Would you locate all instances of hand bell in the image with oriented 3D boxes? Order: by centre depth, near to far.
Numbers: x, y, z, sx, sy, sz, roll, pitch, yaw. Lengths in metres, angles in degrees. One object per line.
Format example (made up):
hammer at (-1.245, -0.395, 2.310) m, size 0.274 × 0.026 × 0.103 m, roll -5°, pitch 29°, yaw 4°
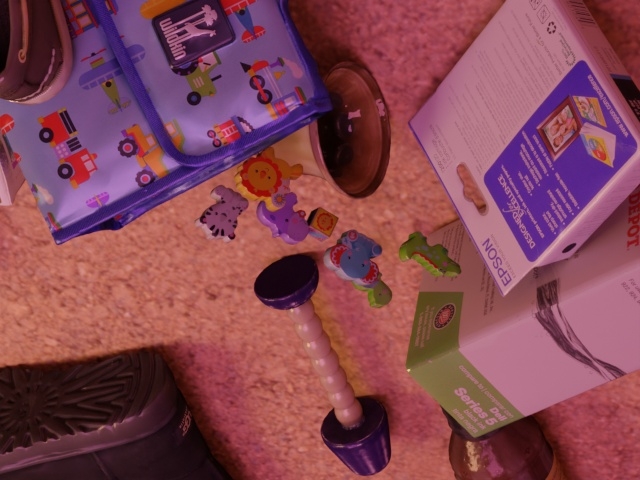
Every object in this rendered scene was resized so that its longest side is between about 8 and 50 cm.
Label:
hand bell at (-0.067, -0.092, 1.456) m, size 0.242 × 0.126 × 0.126 m, roll -5°, pitch 129°, yaw 34°

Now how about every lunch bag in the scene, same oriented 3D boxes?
lunch bag at (-0.137, -0.161, 1.351) m, size 0.293 × 0.138 × 0.221 m, roll -27°, pitch 89°, yaw 19°

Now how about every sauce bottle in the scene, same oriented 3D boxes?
sauce bottle at (0.204, 0.255, 1.654) m, size 0.111 × 0.111 × 0.344 m, roll -14°, pitch 123°, yaw 25°

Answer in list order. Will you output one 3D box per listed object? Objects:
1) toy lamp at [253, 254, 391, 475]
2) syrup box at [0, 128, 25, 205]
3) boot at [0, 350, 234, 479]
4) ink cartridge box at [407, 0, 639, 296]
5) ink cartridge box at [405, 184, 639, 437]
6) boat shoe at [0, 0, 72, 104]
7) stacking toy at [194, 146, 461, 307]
toy lamp at (0.009, 0.142, 1.630) m, size 0.080 × 0.080 × 0.274 m, roll -11°, pitch 125°, yaw 22°
syrup box at (-0.409, -0.098, 1.524) m, size 0.237 × 0.093 × 0.096 m, roll 0°, pitch 129°, yaw 14°
boot at (-0.252, 0.346, 1.840) m, size 0.367 × 0.146 × 0.445 m, roll -8°, pitch 131°, yaw 23°
ink cartridge box at (0.183, -0.092, 1.319) m, size 0.045 × 0.206 × 0.208 m, roll -1°, pitch 144°, yaw -39°
ink cartridge box at (0.227, 0.035, 1.402) m, size 0.273 × 0.198 × 0.115 m, roll -27°, pitch 120°, yaw 32°
boat shoe at (-0.296, -0.260, 1.274) m, size 0.109 × 0.091 × 0.305 m, roll -21°, pitch 88°, yaw 14°
stacking toy at (0.000, 0.000, 1.418) m, size 0.221 × 0.052 × 0.167 m, roll 29°, pitch 161°, yaw -13°
